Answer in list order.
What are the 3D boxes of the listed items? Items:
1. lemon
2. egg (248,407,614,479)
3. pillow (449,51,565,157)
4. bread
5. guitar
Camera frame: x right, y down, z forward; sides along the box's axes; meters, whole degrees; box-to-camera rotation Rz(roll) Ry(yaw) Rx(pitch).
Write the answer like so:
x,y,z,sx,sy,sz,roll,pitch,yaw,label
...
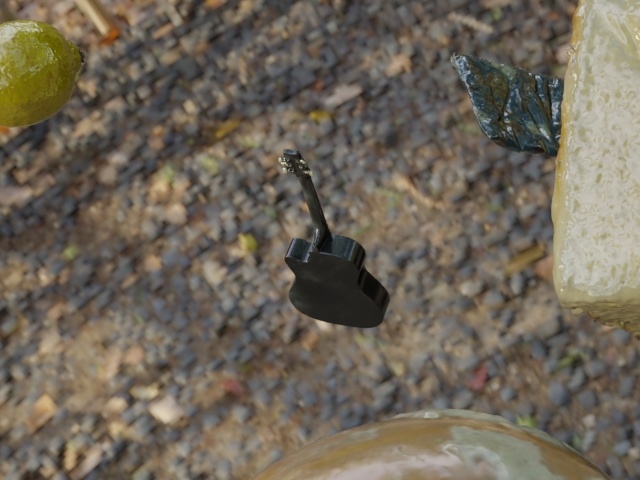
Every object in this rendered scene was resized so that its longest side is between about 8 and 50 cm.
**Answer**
x,y,z,sx,sy,sz,roll,pitch,yaw,label
-0.305,-0.171,1.542,0.133,0.109,0.109,-15,40,-9,lemon
0.046,0.176,0.679,0.245,0.203,0.203,-3,42,-7,egg
0.308,-0.174,2.086,0.034,0.256,0.189,-56,35,35,pillow
0.454,-0.081,1.740,0.279,0.371,0.390,4,81,33,bread
0.000,0.000,1.271,0.088,0.233,0.025,8,56,20,guitar
